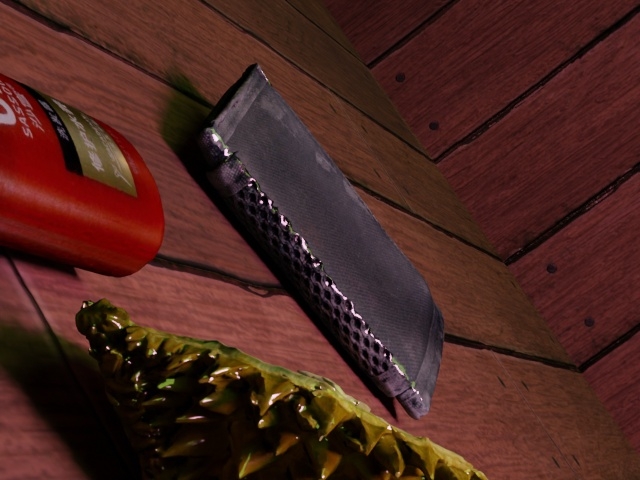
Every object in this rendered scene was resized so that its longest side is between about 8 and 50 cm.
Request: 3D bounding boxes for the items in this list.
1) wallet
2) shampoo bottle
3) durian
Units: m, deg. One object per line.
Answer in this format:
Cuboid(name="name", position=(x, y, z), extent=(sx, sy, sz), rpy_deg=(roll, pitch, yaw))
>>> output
Cuboid(name="wallet", position=(0.000, 0.000, 1.390), extent=(0.342, 0.075, 0.237), rpy_deg=(53, 17, -14))
Cuboid(name="shampoo bottle", position=(-0.193, -0.053, 0.760), extent=(0.118, 0.076, 0.314), rpy_deg=(60, 13, 20))
Cuboid(name="durian", position=(0.011, 0.144, 0.812), extent=(0.394, 0.163, 0.198), rpy_deg=(40, 14, -29))
